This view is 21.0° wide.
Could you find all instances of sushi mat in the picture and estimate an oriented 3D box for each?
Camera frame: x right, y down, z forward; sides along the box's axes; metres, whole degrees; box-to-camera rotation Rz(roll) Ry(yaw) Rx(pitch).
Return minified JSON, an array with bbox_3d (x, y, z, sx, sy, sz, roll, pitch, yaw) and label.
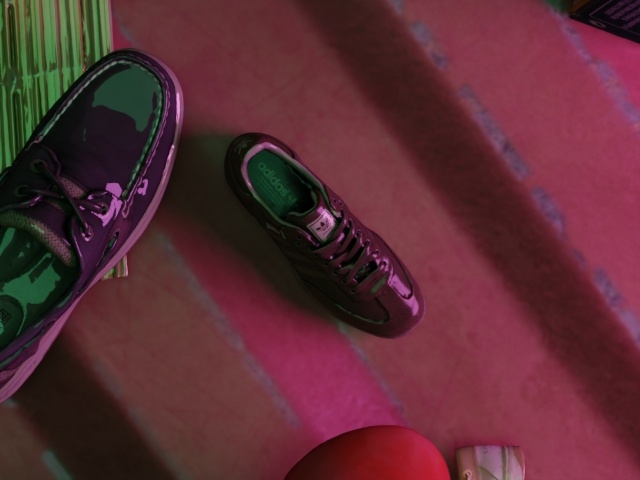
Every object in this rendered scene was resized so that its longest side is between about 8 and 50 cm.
[{"bbox_3d":[-0.223,-0.120,1.243,0.151,0.019,0.316,-3,90,-3],"label":"sushi mat"}]

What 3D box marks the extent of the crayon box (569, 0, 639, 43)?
[{"bbox_3d":[0.278,-0.301,1.171,0.083,0.203,0.323,20,89,-2],"label":"crayon box"}]

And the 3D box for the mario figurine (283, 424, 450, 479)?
[{"bbox_3d":[0.005,0.271,1.201,0.198,0.170,0.320,18,105,-26],"label":"mario figurine"}]

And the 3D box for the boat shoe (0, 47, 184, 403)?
[{"bbox_3d":[-0.187,-0.006,1.188,0.103,0.092,0.285,34,89,-2],"label":"boat shoe"}]

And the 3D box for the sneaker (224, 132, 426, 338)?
[{"bbox_3d":[0.000,0.000,1.225,0.188,0.071,0.066,44,88,-1],"label":"sneaker"}]

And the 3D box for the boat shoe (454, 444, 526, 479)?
[{"bbox_3d":[0.109,0.229,1.237,0.059,0.063,0.170,7,82,3],"label":"boat shoe"}]
